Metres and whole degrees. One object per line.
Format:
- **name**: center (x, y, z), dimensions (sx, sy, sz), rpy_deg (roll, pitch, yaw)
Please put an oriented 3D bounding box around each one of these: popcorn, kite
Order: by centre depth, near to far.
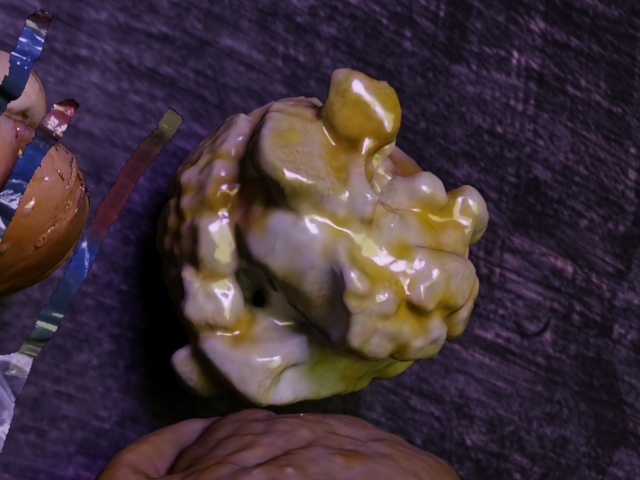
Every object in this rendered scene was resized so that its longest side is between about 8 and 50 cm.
- **kite**: center (-0.177, 0.050, 0.809), dimensions (0.310, 0.015, 0.169), rpy_deg (-52, 131, -1)
- **popcorn**: center (-0.001, 0.000, 0.983), dimensions (0.167, 0.187, 0.186), rpy_deg (-36, 110, -66)

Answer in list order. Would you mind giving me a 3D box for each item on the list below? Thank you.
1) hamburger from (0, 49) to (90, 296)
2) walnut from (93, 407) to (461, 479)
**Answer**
- **hamburger**: center (-0.217, -0.039, 0.817), dimensions (0.262, 0.131, 0.124), rpy_deg (6, 75, -40)
- **walnut**: center (-0.017, 0.206, 0.895), dimensions (0.283, 0.227, 0.283), rpy_deg (31, 41, -32)
